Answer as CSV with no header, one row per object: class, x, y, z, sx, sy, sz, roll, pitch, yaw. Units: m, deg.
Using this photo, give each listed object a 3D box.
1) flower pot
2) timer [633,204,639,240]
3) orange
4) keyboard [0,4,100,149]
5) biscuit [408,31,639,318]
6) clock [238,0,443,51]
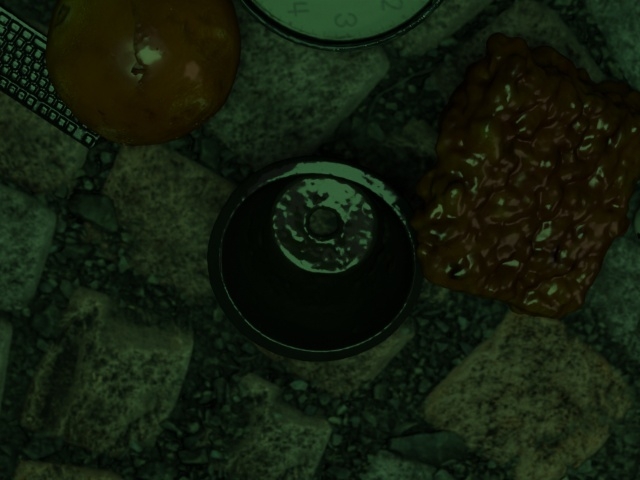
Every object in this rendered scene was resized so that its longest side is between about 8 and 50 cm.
flower pot,0.000,0.000,1.871,0.269,0.166,0.269,1,111,4
timer,0.512,-0.074,1.831,0.234,0.240,0.233,0,89,-21
orange,-0.209,-0.231,1.762,0.240,0.240,0.240,1,109,2
keyboard,-0.397,-0.235,1.881,0.310,0.018,0.101,34,106,-9
biscuit,0.253,-0.069,1.794,0.312,0.110,0.318,18,100,-41
clock,0.022,-0.386,1.787,0.325,0.067,0.325,1,109,3
